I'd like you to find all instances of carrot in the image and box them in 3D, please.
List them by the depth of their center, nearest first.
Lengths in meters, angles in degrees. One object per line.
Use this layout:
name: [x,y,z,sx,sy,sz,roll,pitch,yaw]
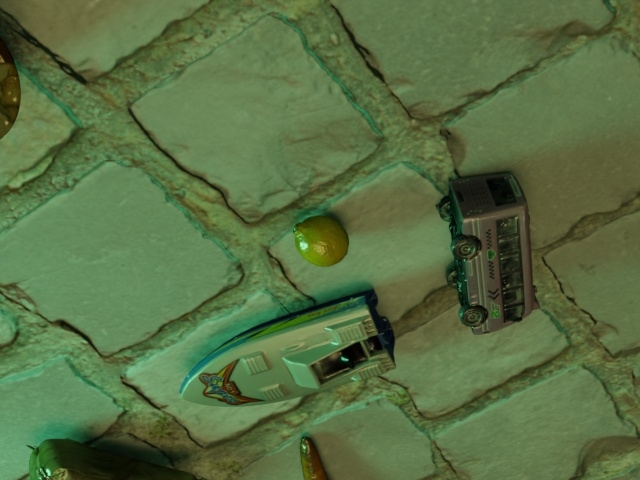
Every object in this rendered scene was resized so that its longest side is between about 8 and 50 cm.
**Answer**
carrot: [0.003,0.387,1.997,0.061,0.061,0.257,-15,128,7]

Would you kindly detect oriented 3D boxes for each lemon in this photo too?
lemon: [0.000,0.000,1.659,0.083,0.062,0.062,29,122,-26]

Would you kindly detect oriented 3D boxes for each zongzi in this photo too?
zongzi: [-0.292,0.332,1.888,0.197,0.099,0.194,-24,135,17]

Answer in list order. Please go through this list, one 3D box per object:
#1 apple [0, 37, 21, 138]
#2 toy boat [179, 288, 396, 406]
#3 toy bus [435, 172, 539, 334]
apple: [-0.399,-0.177,1.418,0.156,0.147,0.158,-6,105,-14]
toy boat: [-0.051,0.163,1.776,0.295,0.088,0.129,-18,130,9]
toy bus: [0.212,0.017,1.674,0.108,0.096,0.199,-12,128,-1]
